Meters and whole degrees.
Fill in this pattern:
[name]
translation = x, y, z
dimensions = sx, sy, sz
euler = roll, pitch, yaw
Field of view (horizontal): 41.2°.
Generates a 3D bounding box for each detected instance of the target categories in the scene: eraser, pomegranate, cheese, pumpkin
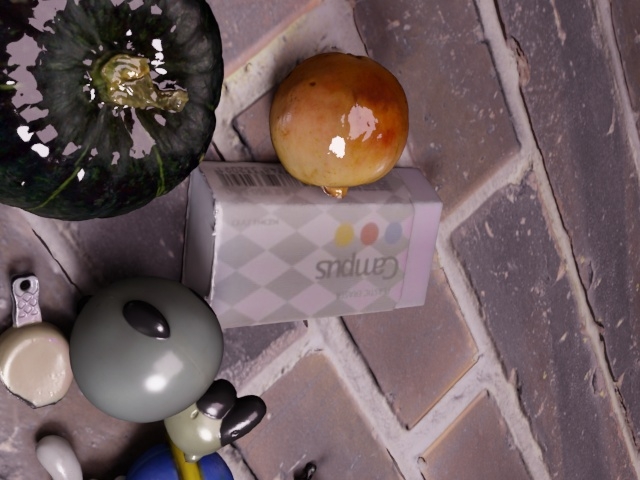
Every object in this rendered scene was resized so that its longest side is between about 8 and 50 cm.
[eraser]
translation = -0.001, 0.000, 1.213
dimensions = 0.397, 0.082, 0.213
euler = -3, 108, -36
[pomegranate]
translation = 0.022, -0.155, 1.124
dimensions = 0.191, 0.191, 0.191
euler = -13, 112, -33
[cheese]
translation = -0.351, 0.124, 1.015
dimensions = 0.092, 0.047, 0.171
euler = -33, 122, -27
[pumpkin]
translation = -0.250, -0.179, 0.866
dimensions = 0.323, 0.241, 0.323
euler = -12, 113, -31

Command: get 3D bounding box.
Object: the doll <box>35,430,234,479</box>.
[doll]
translation = -0.227, 0.394, 1.125
dimensions = 0.242, 0.159, 0.311
euler = -11, 113, -35

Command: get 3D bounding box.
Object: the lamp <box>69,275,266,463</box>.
[lamp]
translation = -0.190, 0.153, 1.035
dimensions = 0.198, 0.198, 0.244
euler = -47, 118, -15

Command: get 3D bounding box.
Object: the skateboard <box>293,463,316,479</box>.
[skateboard]
translation = -0.016, 0.442, 1.367
dimensions = 0.080, 0.067, 0.151
euler = -24, 122, -19
